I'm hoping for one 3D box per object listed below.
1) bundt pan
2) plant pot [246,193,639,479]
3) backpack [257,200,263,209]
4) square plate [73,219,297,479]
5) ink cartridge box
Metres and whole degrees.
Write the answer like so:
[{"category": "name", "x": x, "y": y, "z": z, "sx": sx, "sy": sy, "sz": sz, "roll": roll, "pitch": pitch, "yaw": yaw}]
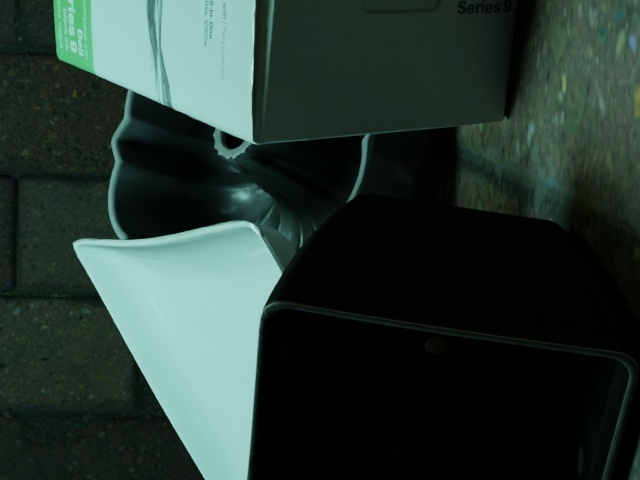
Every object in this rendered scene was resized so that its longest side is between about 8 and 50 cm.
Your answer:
[{"category": "bundt pan", "x": -0.029, "y": -0.079, "z": 1.363, "sx": 0.331, "sy": 0.124, "sz": 0.331, "roll": -17, "pitch": 65, "yaw": 41}, {"category": "plant pot", "x": 0.065, "y": 0.077, "z": 0.898, "sx": 0.167, "sy": 0.187, "sz": 0.188, "roll": -76, "pitch": -6, "yaw": -57}, {"category": "backpack", "x": 0.000, "y": 0.000, "z": 1.511, "sx": 0.173, "sy": 0.117, "sz": 0.158, "roll": 30, "pitch": 153, "yaw": 49}, {"category": "square plate", "x": -0.029, "y": 0.132, "z": 1.187, "sx": 0.347, "sy": 0.049, "sz": 0.344, "roll": -5, "pitch": 116, "yaw": 62}, {"category": "ink cartridge box", "x": -0.032, "y": -0.162, "z": 1.119, "sx": 0.289, "sy": 0.211, "sz": 0.121, "roll": 27, "pitch": 119, "yaw": 52}]
